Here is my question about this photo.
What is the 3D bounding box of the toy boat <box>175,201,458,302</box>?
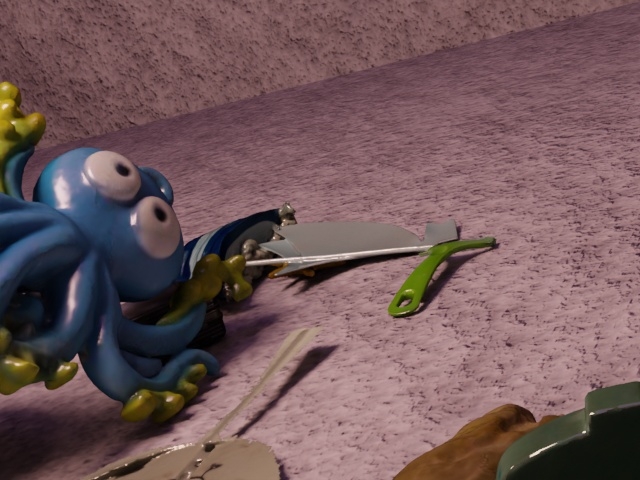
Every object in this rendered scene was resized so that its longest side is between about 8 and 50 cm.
[{"bbox_3d":[0.000,0.000,1.326,0.291,0.067,0.220,-10,16,20],"label":"toy boat"}]

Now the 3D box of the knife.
[{"bbox_3d":[0.100,0.028,1.172,0.078,0.023,0.166,-15,13,33],"label":"knife"}]

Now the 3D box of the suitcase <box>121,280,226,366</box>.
[{"bbox_3d":[-0.156,0.085,1.204,0.126,0.059,0.086,-24,16,-28],"label":"suitcase"}]

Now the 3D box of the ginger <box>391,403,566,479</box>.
[{"bbox_3d":[0.046,0.163,0.552,0.263,0.116,0.109,-30,-12,-32],"label":"ginger"}]

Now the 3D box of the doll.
[{"bbox_3d":[-0.212,-0.003,1.048,0.099,0.346,0.341,-43,3,28],"label":"doll"}]

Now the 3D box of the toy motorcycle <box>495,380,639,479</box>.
[{"bbox_3d":[0.211,0.107,0.388,0.326,0.200,0.191,-17,14,13],"label":"toy motorcycle"}]

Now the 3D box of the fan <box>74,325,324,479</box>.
[{"bbox_3d":[-0.092,0.162,0.923,0.233,0.012,0.414,-8,21,33],"label":"fan"}]
